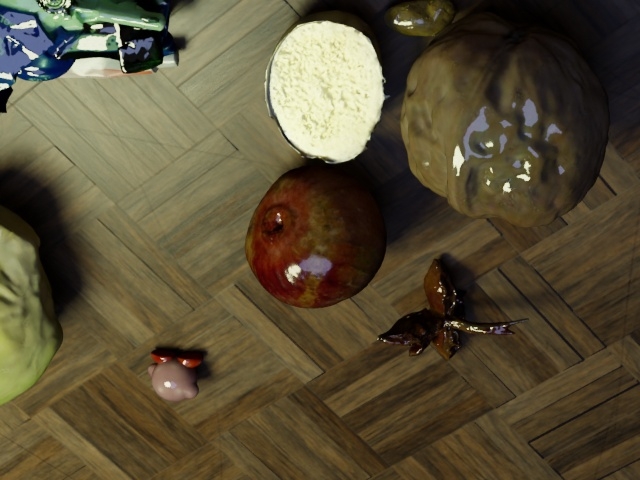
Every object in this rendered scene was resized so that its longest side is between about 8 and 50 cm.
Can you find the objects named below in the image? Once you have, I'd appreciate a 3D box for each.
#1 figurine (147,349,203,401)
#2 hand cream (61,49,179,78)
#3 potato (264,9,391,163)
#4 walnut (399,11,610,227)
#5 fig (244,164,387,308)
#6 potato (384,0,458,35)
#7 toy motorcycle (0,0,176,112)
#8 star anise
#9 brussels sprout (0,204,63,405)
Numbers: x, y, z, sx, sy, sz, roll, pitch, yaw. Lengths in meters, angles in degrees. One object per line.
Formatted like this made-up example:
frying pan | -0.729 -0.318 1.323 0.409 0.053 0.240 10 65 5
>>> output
figurine | -0.218 0.202 2.312 0.083 0.067 0.071 11 106 21
hand cream | -0.287 -0.234 2.044 0.216 0.038 0.052 2 101 15
potato | 0.017 -0.202 1.989 0.164 0.081 0.200 11 123 11
walnut | 0.223 -0.142 1.907 0.273 0.227 0.273 4 130 4
fig | 0.001 0.000 2.077 0.205 0.205 0.205 4 125 6
potato | 0.125 -0.275 1.941 0.092 0.045 0.046 -8 87 11
toy motorcycle | -0.344 -0.260 1.950 0.331 0.125 0.196 -6 128 3
star anise | 0.188 0.125 2.161 0.158 0.144 0.140 30 95 -47
brussels sprout | -0.494 0.100 2.194 0.317 0.243 0.273 -32 90 21
